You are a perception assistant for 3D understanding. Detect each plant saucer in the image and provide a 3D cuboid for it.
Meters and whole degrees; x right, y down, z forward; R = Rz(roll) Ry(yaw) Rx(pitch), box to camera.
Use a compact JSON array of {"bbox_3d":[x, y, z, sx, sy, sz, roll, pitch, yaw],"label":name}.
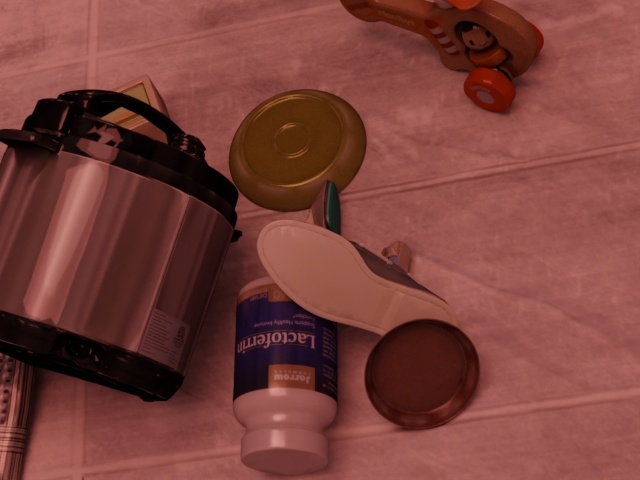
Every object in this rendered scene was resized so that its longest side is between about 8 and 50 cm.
[{"bbox_3d":[-0.044,-0.162,1.950,0.241,0.037,0.241,-7,61,12],"label":"plant saucer"},{"bbox_3d":[0.144,0.187,1.667,0.168,0.168,0.029,-26,15,1],"label":"plant saucer"}]

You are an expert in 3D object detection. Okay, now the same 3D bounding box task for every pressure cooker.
[{"bbox_3d":[-0.315,-0.003,1.729,0.376,0.370,0.420,19,78,-5],"label":"pressure cooker"}]

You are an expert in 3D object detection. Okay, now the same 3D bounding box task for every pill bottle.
[{"bbox_3d":[-0.050,0.196,1.694,0.153,0.153,0.264,-7,62,12],"label":"pill bottle"}]

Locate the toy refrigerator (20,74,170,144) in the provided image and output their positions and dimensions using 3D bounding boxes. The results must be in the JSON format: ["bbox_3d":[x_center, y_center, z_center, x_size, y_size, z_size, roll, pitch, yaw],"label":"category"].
[{"bbox_3d":[-0.397,-0.179,2.021,0.270,0.094,0.102,-23,59,2],"label":"toy refrigerator"}]

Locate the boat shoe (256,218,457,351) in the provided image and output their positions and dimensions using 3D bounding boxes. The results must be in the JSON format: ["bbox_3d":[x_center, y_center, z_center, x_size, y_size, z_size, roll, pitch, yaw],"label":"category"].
[{"bbox_3d":[0.048,0.061,1.690,0.319,0.099,0.116,27,99,-11],"label":"boat shoe"}]

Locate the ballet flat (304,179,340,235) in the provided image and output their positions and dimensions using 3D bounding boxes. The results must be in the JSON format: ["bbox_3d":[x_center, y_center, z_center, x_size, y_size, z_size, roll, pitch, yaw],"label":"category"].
[{"bbox_3d":[0.000,0.000,1.833,0.068,0.072,0.213,-13,60,13],"label":"ballet flat"}]

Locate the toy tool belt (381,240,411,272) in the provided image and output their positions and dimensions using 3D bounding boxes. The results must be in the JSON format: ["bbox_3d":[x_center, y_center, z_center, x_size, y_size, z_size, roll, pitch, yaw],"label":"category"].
[{"bbox_3d":[0.109,0.043,1.798,0.051,0.052,0.083,-18,50,42],"label":"toy tool belt"}]

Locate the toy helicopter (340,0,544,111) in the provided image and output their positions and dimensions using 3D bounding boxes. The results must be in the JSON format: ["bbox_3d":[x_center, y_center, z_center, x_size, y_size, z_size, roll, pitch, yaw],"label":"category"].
[{"bbox_3d":[0.182,-0.363,1.881,0.355,0.235,0.140,23,71,25],"label":"toy helicopter"}]

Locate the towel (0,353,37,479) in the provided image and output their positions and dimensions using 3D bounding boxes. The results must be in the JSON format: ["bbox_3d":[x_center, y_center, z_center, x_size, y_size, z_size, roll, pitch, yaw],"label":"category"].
[{"bbox_3d":[-0.612,0.231,1.851,0.324,0.056,0.312,1,70,10],"label":"towel"}]
